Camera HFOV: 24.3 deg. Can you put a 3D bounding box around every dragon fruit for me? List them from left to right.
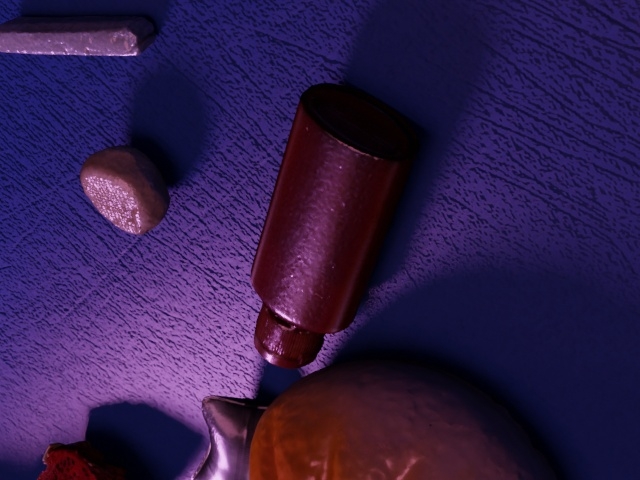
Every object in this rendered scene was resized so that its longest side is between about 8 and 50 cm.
[{"bbox_3d":[-0.236,0.261,1.563,0.162,0.083,0.106,-1,98,50],"label":"dragon fruit"}]

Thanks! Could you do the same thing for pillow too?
[{"bbox_3d":[-0.071,0.199,1.404,0.091,0.055,0.136,27,134,16],"label":"pillow"}]

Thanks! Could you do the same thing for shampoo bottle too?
[{"bbox_3d":[0.000,0.000,1.200,0.102,0.064,0.260,31,134,14],"label":"shampoo bottle"}]

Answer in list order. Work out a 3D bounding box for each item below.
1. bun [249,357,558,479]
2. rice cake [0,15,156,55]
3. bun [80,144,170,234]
[{"bbox_3d":[0.058,0.254,1.270,0.299,0.165,0.299,21,132,25],"label":"bun"},{"bbox_3d":[-0.211,-0.174,1.258,0.171,0.033,0.029,5,126,34],"label":"rice cake"},{"bbox_3d":[-0.166,-0.049,1.300,0.086,0.055,0.086,31,148,22],"label":"bun"}]
